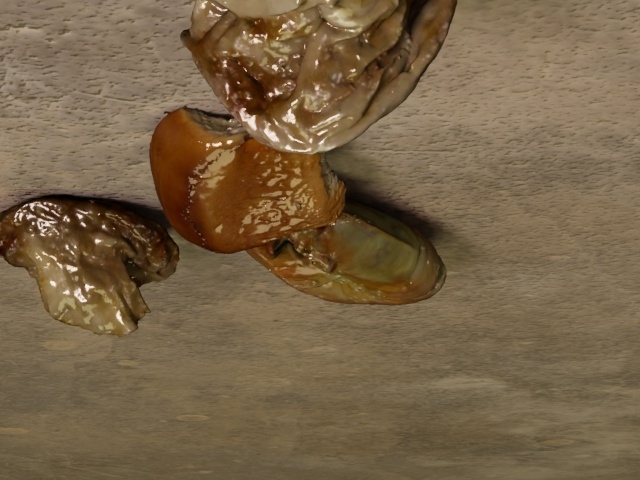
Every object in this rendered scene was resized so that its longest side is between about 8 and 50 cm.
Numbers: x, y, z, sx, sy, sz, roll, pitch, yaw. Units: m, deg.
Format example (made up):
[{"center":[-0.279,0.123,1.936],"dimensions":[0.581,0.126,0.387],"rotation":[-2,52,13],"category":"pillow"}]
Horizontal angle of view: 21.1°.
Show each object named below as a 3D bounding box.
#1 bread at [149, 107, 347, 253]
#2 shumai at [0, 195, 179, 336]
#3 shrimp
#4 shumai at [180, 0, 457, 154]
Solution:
[{"center":[-0.049,-0.036,1.134],"dimensions":[0.126,0.044,0.129],"rotation":[-8,138,7],"category":"bread"},{"center":[-0.188,0.017,1.314],"dimensions":[0.139,0.105,0.123],"rotation":[34,156,-17],"category":"shumai"},{"center":[0.000,0.001,1.296],"dimensions":[0.145,0.061,0.267],"rotation":[1,167,25],"category":"shrimp"},{"center":[-0.009,-0.125,0.788],"dimensions":[0.145,0.145,0.116],"rotation":[-7,138,25],"category":"shumai"}]
